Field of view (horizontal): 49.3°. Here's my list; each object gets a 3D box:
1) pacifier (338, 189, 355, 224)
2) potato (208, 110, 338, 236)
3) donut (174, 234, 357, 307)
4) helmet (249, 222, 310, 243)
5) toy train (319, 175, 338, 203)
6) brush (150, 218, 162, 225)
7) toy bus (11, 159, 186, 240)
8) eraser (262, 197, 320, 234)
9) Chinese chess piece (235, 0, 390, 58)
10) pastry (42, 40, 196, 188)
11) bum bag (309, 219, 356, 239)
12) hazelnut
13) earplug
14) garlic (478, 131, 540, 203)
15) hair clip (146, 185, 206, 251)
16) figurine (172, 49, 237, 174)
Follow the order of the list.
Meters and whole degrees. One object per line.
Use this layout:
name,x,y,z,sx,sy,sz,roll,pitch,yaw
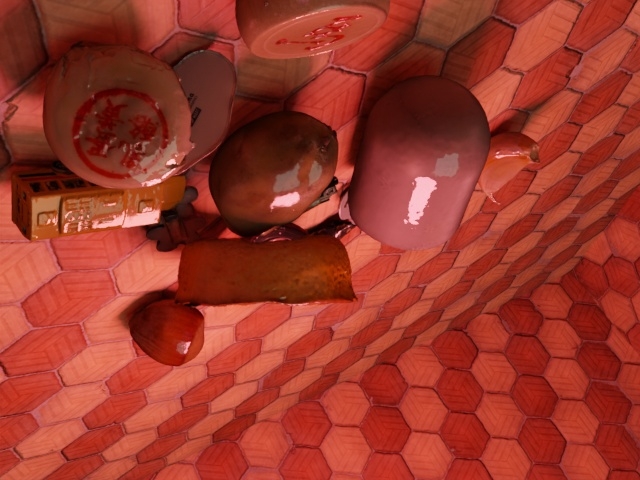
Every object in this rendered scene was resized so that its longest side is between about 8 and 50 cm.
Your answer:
pacifier,0.121,-0.098,1.975,0.150,0.117,0.126,31,88,-53
potato,-0.111,-0.147,1.514,0.243,0.221,0.326,-1,155,-34
donut,-0.130,0.067,1.639,0.435,0.163,0.377,0,180,4
helmet,-0.107,0.034,1.913,0.198,0.154,0.253,21,120,-8
toy train,-0.034,-0.119,1.825,0.170,0.071,0.111,-22,161,-21
brush,-0.418,-0.070,1.484,0.170,0.014,0.043,29,152,-36
toy bus,-0.418,-0.087,1.362,0.336,0.123,0.121,-10,126,-36
eraser,-0.098,-0.101,1.718,0.172,0.117,0.058,-29,-177,-5
Chinese chess piece,-0.014,-0.399,1.197,0.273,0.102,0.273,-13,178,0
pastry,-0.338,-0.207,1.174,0.265,0.133,0.264,-4,110,-12
bum bag,0.000,0.000,2.059,0.248,0.069,0.102,-30,-170,-7
hazelnut,-0.421,0.261,1.930,0.210,0.186,0.210,-29,172,-5
earplug,0.240,-0.205,1.702,0.313,0.312,0.394,-22,150,-20
garlic,0.562,-0.237,2.155,0.145,0.164,0.245,-34,165,-38
hair clip,-0.340,-0.049,1.615,0.146,0.075,0.257,-24,159,-12
figurine,-0.249,-0.236,1.343,0.250,0.166,0.141,-51,-177,-1
